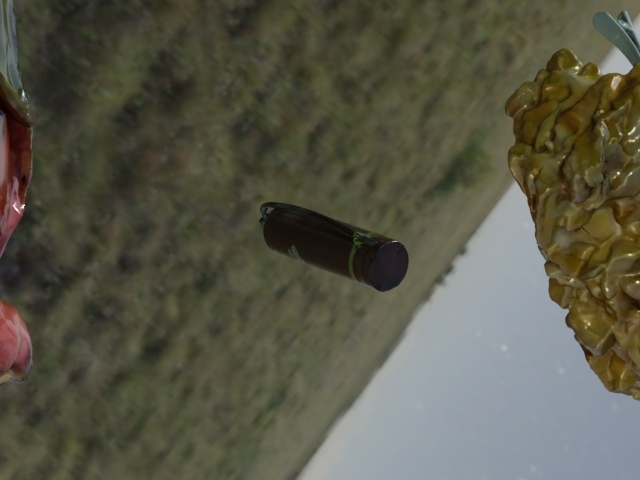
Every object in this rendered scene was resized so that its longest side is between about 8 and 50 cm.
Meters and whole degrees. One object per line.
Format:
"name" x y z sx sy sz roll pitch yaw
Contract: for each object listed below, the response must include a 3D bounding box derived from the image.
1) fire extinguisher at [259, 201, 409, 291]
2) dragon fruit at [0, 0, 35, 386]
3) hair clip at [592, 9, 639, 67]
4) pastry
"fire extinguisher" 0.000 0.000 1.066 0.043 0.158 0.064 -49 133 -21
"dragon fruit" -0.202 -0.034 0.439 0.224 0.227 0.224 -13 -179 0
"hair clip" 0.305 -0.188 1.311 0.030 0.039 0.115 -64 -148 35
"pastry" 0.202 0.000 0.861 0.102 0.250 0.154 -13 -143 25
